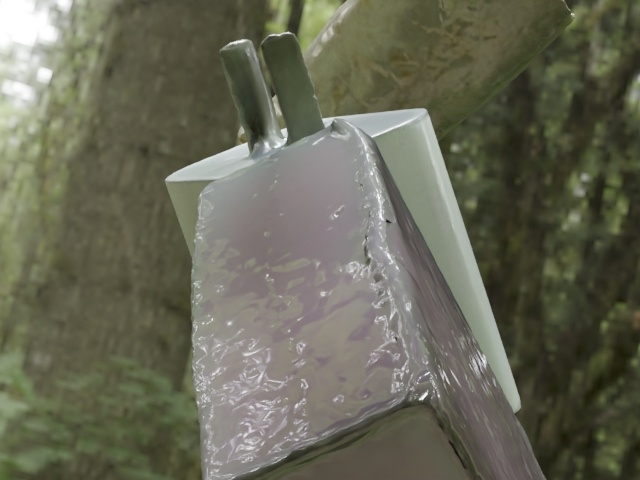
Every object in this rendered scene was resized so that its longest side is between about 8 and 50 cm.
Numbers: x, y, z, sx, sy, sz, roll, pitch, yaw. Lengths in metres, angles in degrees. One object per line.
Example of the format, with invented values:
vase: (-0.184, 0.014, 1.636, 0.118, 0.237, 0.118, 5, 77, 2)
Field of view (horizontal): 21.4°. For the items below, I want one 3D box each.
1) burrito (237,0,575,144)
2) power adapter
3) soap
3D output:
burrito: (0.071, -0.137, 1.244, 0.143, 0.105, 0.299, 19, -51, -38)
power adapter: (0.000, 0.000, 1.016, 0.124, 0.255, 0.187, -24, 12, -25)
soap: (0.052, 0.124, 0.773, 0.107, 0.285, 0.296, -25, -67, 7)
